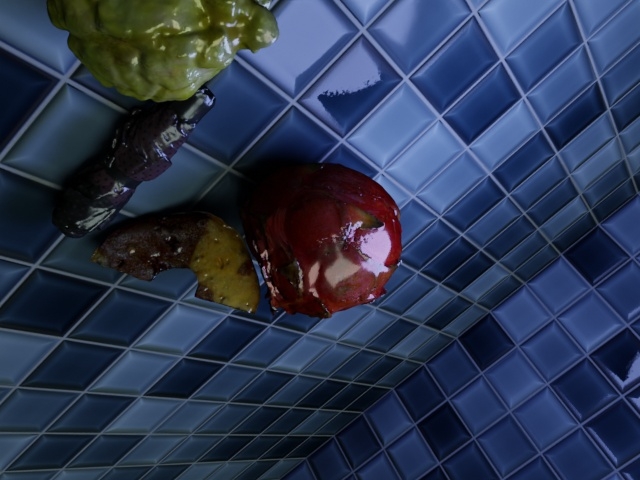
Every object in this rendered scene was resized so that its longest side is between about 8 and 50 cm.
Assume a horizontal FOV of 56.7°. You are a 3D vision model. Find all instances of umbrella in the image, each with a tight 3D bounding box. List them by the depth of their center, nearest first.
[{"bbox_3d":[-0.286,-0.123,0.898,0.326,0.090,0.094,-42,143,14],"label":"umbrella"}]

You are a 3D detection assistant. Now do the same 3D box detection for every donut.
[{"bbox_3d":[-0.245,0.025,1.085,0.295,0.151,0.112,19,165,-11],"label":"donut"}]

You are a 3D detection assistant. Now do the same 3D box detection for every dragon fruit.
[{"bbox_3d":[0.000,0.000,1.107,0.302,0.295,0.295,0,136,-24],"label":"dragon fruit"}]

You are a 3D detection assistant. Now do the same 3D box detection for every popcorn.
[{"bbox_3d":[-0.176,-0.277,0.680,0.259,0.212,0.259,-3,103,-11],"label":"popcorn"}]
